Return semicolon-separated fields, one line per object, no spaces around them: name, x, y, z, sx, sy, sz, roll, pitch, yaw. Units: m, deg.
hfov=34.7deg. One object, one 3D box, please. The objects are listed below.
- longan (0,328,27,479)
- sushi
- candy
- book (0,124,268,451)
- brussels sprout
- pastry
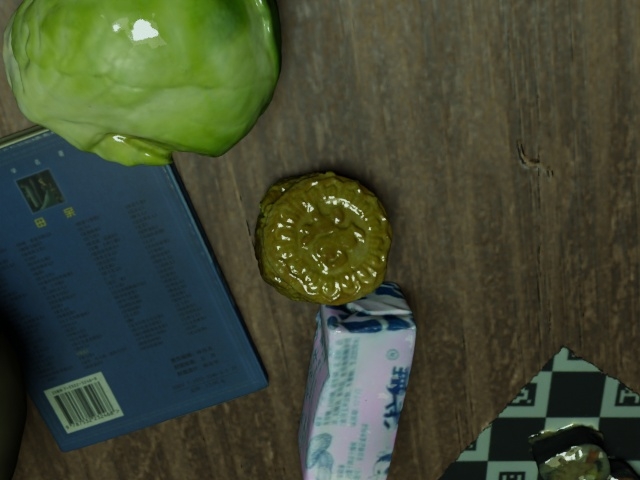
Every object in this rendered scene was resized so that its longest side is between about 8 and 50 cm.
longan;-0.395;0.160;0.697;0.404;0.336;0.405;-24;146;-17
sushi;0.233;0.236;0.899;0.231;0.047;0.220;32;112;-16
candy;0.027;0.116;0.811;0.073;0.092;0.160;5;114;-9
book;-0.175;0.035;0.804;0.190;0.025;0.269;-19;115;7
brussels sprout;-0.114;-0.135;0.668;0.183;0.131;0.145;10;138;-6
pastry;0.000;0.000;0.754;0.109;0.057;0.097;40;78;2
